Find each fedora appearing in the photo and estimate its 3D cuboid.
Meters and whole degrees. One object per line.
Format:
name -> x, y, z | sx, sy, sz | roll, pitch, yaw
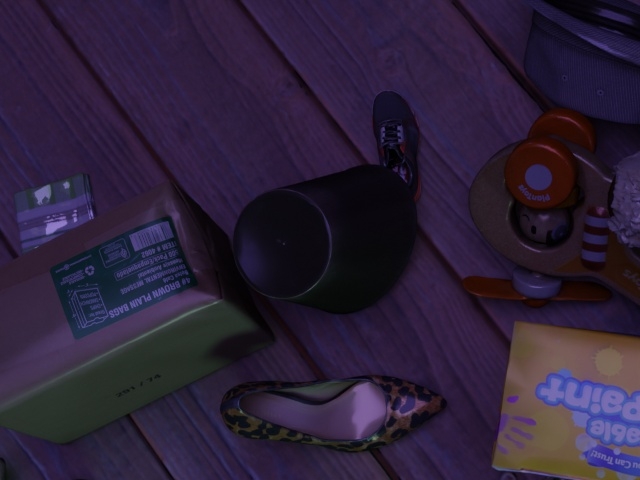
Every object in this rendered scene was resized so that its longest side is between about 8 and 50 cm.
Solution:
fedora -> 0.346, -0.223, 1.893 | 0.275, 0.243, 0.124 | 26, 114, 18

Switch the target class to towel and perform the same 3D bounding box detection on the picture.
towel -> -0.351, -0.007, 2.060 | 0.113, 0.023, 0.152 | -15, 75, 7

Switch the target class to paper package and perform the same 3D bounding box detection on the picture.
paper package -> -0.254, 0.100, 1.869 | 0.324, 0.309, 0.168 | -26, 74, 4

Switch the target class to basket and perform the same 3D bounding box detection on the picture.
basket -> 0.000, 0.000, 1.856 | 0.154, 0.227, 0.204 | 35, 103, 18

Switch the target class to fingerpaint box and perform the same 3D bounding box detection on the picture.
fingerpaint box -> 0.437, 0.199, 1.653 | 0.444, 0.371, 0.163 | 8, 86, 16

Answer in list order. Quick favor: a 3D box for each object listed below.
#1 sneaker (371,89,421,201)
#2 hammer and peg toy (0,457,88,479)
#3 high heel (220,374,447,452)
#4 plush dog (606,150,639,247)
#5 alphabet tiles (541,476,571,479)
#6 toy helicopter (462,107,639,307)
sneaker -> 0.099, -0.124, 1.974 | 0.061, 0.065, 0.158 | -14, 76, 8
hammer and peg toy -> -0.462, 0.410, 1.936 | 0.361, 0.127, 0.266 | -7, 77, 10
high heel -> 0.015, 0.204, 1.855 | 0.261, 0.186, 0.093 | -6, 77, 10
plush dog -> 0.455, -0.031, 1.721 | 0.210, 0.225, 0.262 | -1, 32, 29
alphabet tiles -> 0.370, 0.303, 1.856 | 0.237, 0.009, 0.198 | -28, 74, 5
toy helicopter -> 0.330, 0.026, 1.841 | 0.355, 0.140, 0.235 | 37, 120, 3
